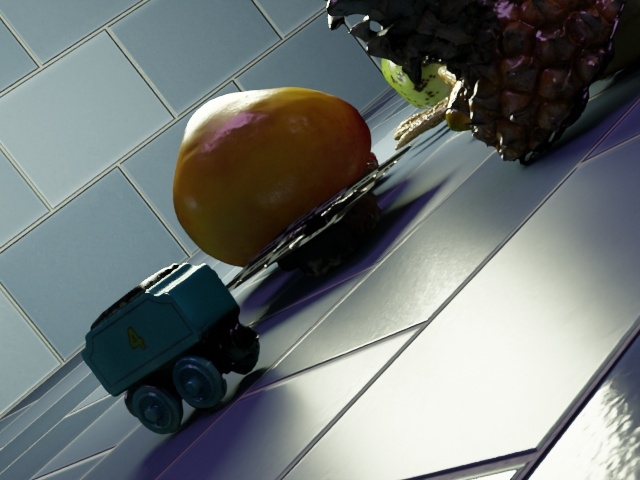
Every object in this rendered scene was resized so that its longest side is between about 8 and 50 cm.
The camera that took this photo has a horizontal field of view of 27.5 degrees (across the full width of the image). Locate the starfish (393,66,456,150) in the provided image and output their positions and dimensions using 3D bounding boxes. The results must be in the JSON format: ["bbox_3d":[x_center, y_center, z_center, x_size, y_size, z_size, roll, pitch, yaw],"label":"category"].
[{"bbox_3d":[0.258,-0.289,2.238,0.375,0.094,0.327,-49,1,-30],"label":"starfish"}]

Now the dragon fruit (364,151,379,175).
[{"bbox_3d":[0.035,-0.108,2.240,0.094,0.094,0.190,-41,2,-28],"label":"dragon fruit"}]

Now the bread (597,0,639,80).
[{"bbox_3d":[0.387,-0.293,1.499,0.239,0.111,0.246,-41,5,-34],"label":"bread"}]

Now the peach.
[{"bbox_3d":[-0.077,-0.106,2.072,0.308,0.289,0.289,2,18,13],"label":"peach"}]

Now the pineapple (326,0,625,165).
[{"bbox_3d":[0.140,-0.242,1.395,0.262,0.272,0.262,-54,23,36],"label":"pineapple"}]

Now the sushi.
[{"bbox_3d":[0.000,0.000,1.776,0.292,0.059,0.294,-32,9,37],"label":"sushi"}]

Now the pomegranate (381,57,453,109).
[{"bbox_3d":[0.236,-0.352,2.494,0.214,0.214,0.248,-41,40,-25],"label":"pomegranate"}]

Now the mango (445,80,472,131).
[{"bbox_3d":[0.244,-0.226,1.912,0.115,0.089,0.165,-34,10,43],"label":"mango"}]

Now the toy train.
[{"bbox_3d":[-0.160,0.116,1.423,0.198,0.154,0.107,-34,4,37],"label":"toy train"}]
